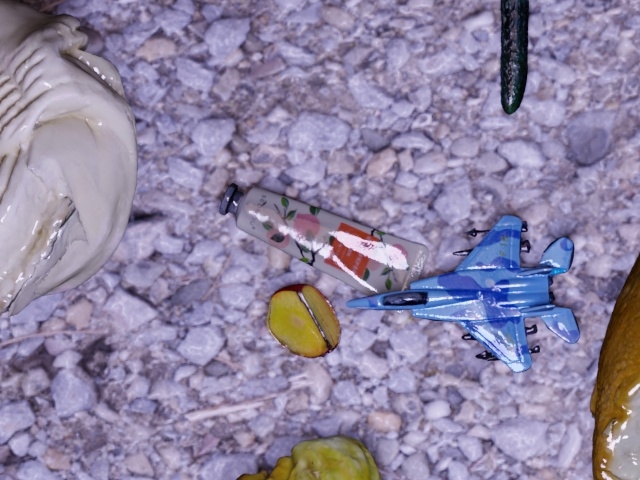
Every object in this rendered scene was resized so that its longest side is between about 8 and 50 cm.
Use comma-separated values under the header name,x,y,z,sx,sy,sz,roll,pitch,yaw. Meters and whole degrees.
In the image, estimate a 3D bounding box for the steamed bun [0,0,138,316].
name,x,y,z,sx,sy,sz,roll,pitch,yaw
steamed bun,-0.338,-0.069,1.952,0.346,0.237,0.394,-24,55,29

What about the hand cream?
name,x,y,z,sx,sy,sz,roll,pitch,yaw
hand cream,0.000,0.000,1.978,0.234,0.050,0.080,23,85,5

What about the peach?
name,x,y,z,sx,sy,sz,roll,pitch,yaw
peach,-0.013,0.087,1.964,0.083,0.050,0.077,24,112,21

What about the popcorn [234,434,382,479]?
name,x,y,z,sx,sy,sz,roll,pitch,yaw
popcorn,-0.034,0.356,1.883,0.225,0.174,0.286,-10,82,16

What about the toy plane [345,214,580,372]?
name,x,y,z,sx,sy,sz,roll,pitch,yaw
toy plane,0.152,0.062,1.926,0.246,0.078,0.169,-6,83,14

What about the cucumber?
name,x,y,z,sx,sy,sz,roll,pitch,yaw
cucumber,0.212,-0.203,1.963,0.032,0.032,0.133,1,84,10

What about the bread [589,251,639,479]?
name,x,y,z,sx,sy,sz,roll,pitch,yaw
bread,0.390,0.124,1.773,0.225,0.250,0.279,10,101,6
